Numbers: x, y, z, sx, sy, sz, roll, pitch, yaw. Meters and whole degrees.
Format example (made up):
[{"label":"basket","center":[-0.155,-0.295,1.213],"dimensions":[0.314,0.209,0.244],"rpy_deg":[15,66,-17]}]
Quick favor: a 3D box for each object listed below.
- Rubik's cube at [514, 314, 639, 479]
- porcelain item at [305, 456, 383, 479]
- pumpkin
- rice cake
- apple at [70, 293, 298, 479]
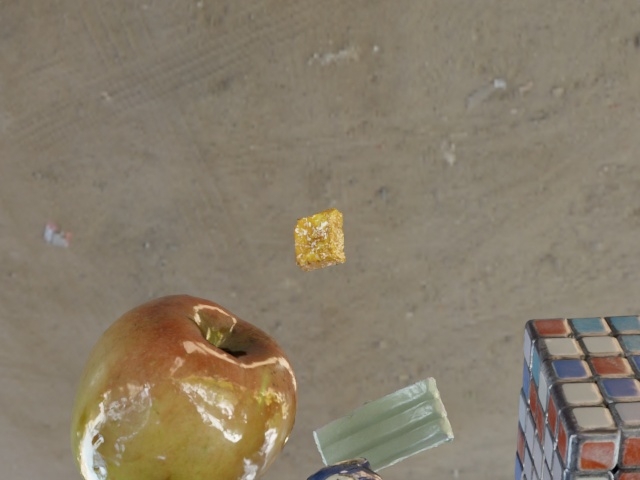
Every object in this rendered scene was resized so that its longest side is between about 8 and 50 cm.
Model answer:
[{"label":"Rubik's cube","center":[0.433,0.288,1.505],"dimensions":[0.286,0.293,0.292],"rpy_deg":[-3,117,-1]},{"label":"porcelain item","center":[0.094,0.412,1.529],"dimensions":[0.186,0.288,0.138],"rpy_deg":[-29,140,-19]},{"label":"pumpkin","center":[0.000,0.000,1.647],"dimensions":[0.074,0.083,0.054],"rpy_deg":[-13,165,37]},{"label":"rice cake","center":[0.107,0.332,1.936],"dimensions":[0.237,0.127,0.043],"rpy_deg":[-23,161,6]},{"label":"apple","center":[-0.208,0.262,1.692],"dimensions":[0.338,0.338,0.305],"rpy_deg":[19,106,-25]}]
